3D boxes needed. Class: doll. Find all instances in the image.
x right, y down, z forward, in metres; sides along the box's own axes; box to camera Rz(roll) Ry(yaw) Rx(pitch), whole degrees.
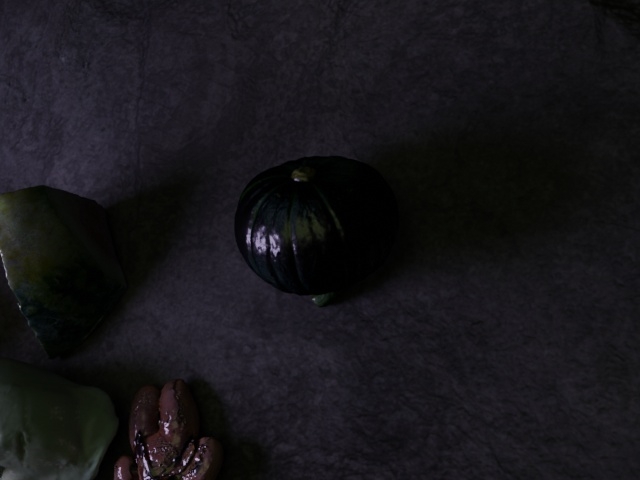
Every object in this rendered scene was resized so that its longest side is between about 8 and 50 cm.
[{"bbox_3d":[-0.253,0.360,1.077,0.201,0.156,0.303,-20,67,17],"label":"doll"}]

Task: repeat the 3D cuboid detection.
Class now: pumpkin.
[{"bbox_3d":[0.000,0.000,1.074,0.248,0.248,0.248,-4,75,16],"label":"pumpkin"}]

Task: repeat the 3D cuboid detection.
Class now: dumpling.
[{"bbox_3d":[-0.505,0.295,1.145,0.320,0.212,0.270,3,119,31],"label":"dumpling"}]

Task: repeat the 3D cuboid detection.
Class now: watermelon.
[{"bbox_3d":[-0.469,0.038,1.214,0.193,0.232,0.310,-21,116,8],"label":"watermelon"}]
